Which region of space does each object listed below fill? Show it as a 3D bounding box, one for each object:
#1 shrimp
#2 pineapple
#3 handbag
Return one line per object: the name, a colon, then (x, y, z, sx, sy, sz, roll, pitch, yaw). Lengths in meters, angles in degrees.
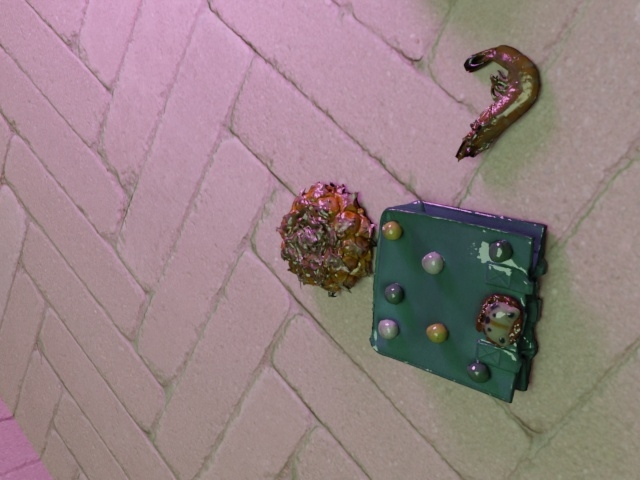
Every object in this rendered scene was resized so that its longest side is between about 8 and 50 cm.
shrimp: (0.233, -0.203, 1.157, 0.178, 0.034, 0.124, -48, 66, 37)
pineapple: (0.000, 0.000, 1.394, 0.225, 0.076, 0.224, 13, 109, 42)
handbag: (0.196, 0.082, 1.216, 0.274, 0.100, 0.268, 19, 112, 39)
